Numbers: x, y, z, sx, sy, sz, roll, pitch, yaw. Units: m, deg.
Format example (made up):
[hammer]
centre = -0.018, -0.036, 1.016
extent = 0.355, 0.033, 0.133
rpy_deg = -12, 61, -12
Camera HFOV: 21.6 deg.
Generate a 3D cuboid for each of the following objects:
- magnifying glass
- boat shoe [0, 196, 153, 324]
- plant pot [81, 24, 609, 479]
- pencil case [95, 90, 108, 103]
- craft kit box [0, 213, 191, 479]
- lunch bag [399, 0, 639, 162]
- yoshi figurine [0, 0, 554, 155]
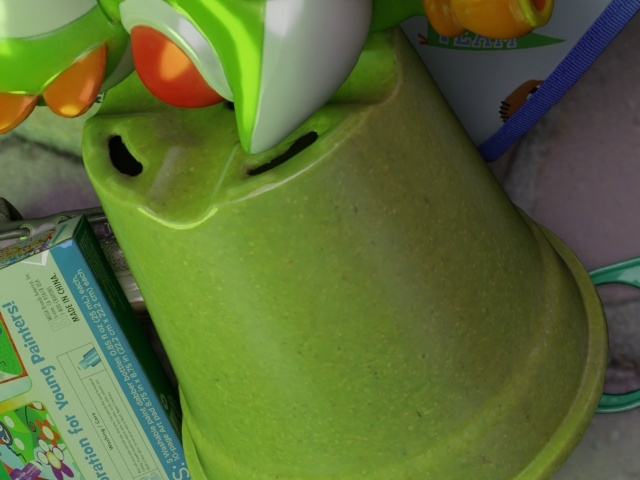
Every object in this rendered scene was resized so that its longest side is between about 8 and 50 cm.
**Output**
[magnifying glass]
centre = 0.237, 0.021, 1.071
extent = 0.231, 0.026, 0.092
rpy_deg = -41, 78, 4
[boat shoe]
centre = -0.212, 0.017, 1.129
extent = 0.285, 0.103, 0.092
rpy_deg = -6, 77, 8
[plant pot]
centre = 0.000, 0.000, 0.946
extent = 0.276, 0.254, 0.276
rpy_deg = -15, 43, 14
[pencil case]
centre = -0.259, -0.189, 1.149
extent = 0.306, 0.133, 0.119
rpy_deg = 19, 44, 12
[craft kit box]
centre = -0.209, 0.142, 1.082
extent = 0.246, 0.061, 0.250
rpy_deg = -23, 107, 6
[lunch bag]
centre = 0.069, -0.255, 0.978
extent = 0.327, 0.239, 0.385
rpy_deg = 35, 130, -3
[yoshi figurine]
centre = -0.071, -0.174, 0.840
extent = 0.362, 0.203, 0.204
rpy_deg = -3, 121, 29
